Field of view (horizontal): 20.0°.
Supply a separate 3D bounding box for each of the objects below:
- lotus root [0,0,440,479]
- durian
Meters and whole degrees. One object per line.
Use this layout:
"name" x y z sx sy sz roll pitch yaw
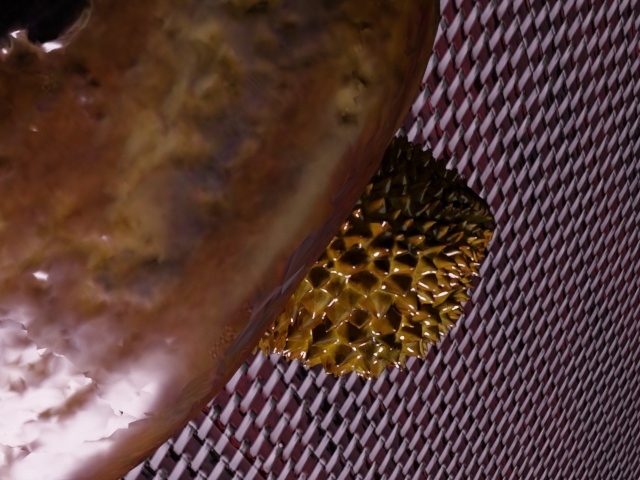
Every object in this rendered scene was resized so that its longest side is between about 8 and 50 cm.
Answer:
"lotus root" -0.074 -0.046 0.644 0.291 0.193 0.193 -50 157 7
"durian" 0.000 0.000 0.874 0.158 0.168 0.137 -51 141 -68
